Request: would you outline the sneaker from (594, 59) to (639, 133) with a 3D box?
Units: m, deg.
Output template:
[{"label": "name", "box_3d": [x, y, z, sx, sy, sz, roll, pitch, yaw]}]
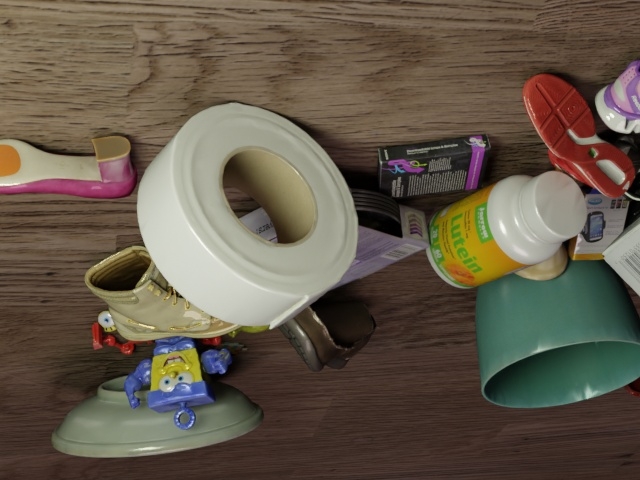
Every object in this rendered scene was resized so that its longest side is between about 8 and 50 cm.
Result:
[{"label": "sneaker", "box_3d": [0.499, -0.202, 1.551, 0.236, 0.095, 0.105, 0, 143, -14]}]

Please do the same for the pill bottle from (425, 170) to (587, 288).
[{"label": "pill bottle", "box_3d": [0.280, -0.020, 1.720, 0.136, 0.136, 0.245, 9, 160, -29]}]

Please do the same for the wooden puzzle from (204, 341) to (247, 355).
[{"label": "wooden puzzle", "box_3d": [-0.181, 0.209, 2.197, 0.083, 0.006, 0.049, 6, 148, -26]}]

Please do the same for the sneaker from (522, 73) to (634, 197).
[{"label": "sneaker", "box_3d": [0.334, -0.147, 1.607, 0.087, 0.128, 0.221, -45, 112, -9]}]

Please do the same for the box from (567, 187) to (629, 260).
[{"label": "box", "box_3d": [0.453, -0.034, 1.855, 0.081, 0.028, 0.136, -1, 115, -14]}]

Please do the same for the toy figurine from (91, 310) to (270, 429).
[{"label": "toy figurine", "box_3d": [-0.213, 0.230, 2.006, 0.362, 0.217, 0.191, -11, 152, 5]}]

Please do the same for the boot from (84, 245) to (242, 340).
[{"label": "boot", "box_3d": [-0.233, 0.080, 1.859, 0.261, 0.095, 0.203, -7, 151, 6]}]

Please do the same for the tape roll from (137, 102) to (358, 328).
[{"label": "tape roll", "box_3d": [-0.090, -0.034, 1.483, 0.286, 0.286, 0.100, 12, 145, -34]}]

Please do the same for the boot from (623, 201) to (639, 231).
[{"label": "boot", "box_3d": [0.528, -0.027, 1.928, 0.121, 0.045, 0.099, -21, 154, 23]}]

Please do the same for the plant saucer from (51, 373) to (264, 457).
[{"label": "plant saucer", "box_3d": [-0.309, 0.312, 2.156, 0.400, 0.101, 0.400, -4, -176, 0]}]

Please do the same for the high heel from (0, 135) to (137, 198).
[{"label": "high heel", "box_3d": [-0.370, -0.082, 1.540, 0.244, 0.082, 0.117, -13, 149, -14]}]

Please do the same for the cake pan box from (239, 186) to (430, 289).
[{"label": "cake pan box", "box_3d": [0.000, 0.000, 1.765, 0.245, 0.070, 0.266, 12, 152, -43]}]

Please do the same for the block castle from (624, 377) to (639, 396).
[{"label": "block castle", "box_3d": [0.886, 0.326, 2.405, 0.453, 0.303, 0.212, -28, 145, 31]}]

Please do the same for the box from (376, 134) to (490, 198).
[{"label": "box", "box_3d": [0.164, -0.107, 1.690, 0.162, 0.029, 0.116, -8, 153, -4]}]

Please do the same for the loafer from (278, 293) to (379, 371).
[{"label": "loafer", "box_3d": [0.014, 0.138, 1.974, 0.130, 0.134, 0.366, -40, 169, 5]}]

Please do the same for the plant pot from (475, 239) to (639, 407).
[{"label": "plant pot", "box_3d": [0.398, 0.126, 1.968, 0.292, 0.235, 0.293, -7, 152, -4]}]

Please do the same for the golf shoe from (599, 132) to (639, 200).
[{"label": "golf shoe", "box_3d": [0.479, -0.090, 1.743, 0.077, 0.094, 0.198, -27, 148, 28]}]

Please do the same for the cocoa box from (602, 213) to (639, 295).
[{"label": "cocoa box", "box_3d": [0.639, -0.030, 1.673, 0.228, 0.231, 0.347, -39, 173, -38]}]

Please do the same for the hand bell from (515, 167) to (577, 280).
[{"label": "hand bell", "box_3d": [0.363, -0.063, 1.783, 0.126, 0.126, 0.242, -1, 138, -14]}]
